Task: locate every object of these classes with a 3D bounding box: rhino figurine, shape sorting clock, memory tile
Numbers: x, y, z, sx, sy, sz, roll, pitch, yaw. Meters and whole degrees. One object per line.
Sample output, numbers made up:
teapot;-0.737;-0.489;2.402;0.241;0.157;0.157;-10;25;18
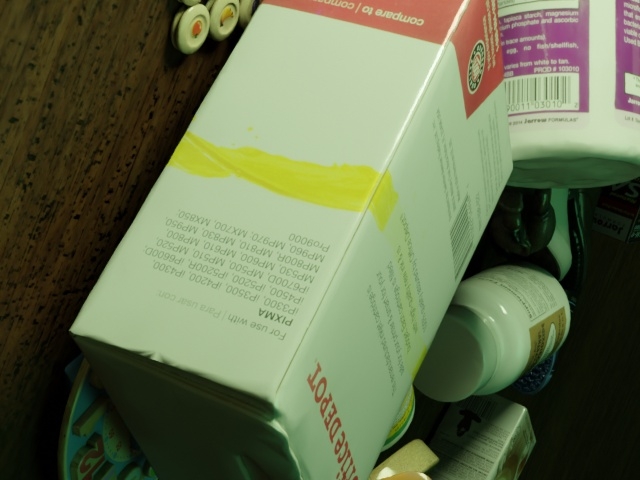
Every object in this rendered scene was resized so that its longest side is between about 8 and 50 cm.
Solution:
rhino figurine;0.197;-0.088;1.463;0.106;0.073;0.243;80;4;-48
shape sorting clock;-0.136;0.120;1.097;0.206;0.040;0.206;-45;147;-39
memory tile;-0.058;-0.200;1.016;0.148;0.012;0.113;-35;140;-50

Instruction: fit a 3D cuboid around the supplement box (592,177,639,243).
supplement box;0.387;-0.130;1.820;0.073;0.130;0.239;-9;118;-61

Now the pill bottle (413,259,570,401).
pill bottle;0.190;0.107;1.626;0.229;0.131;0.131;-20;128;-58

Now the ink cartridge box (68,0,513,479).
ink cartridge box;0.000;0.000;1.061;0.279;0.160;0.385;74;37;-57

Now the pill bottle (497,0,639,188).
pill bottle;0.222;-0.209;1.305;0.169;0.169;0.302;22;68;-65

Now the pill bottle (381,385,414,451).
pill bottle;0.020;0.107;1.305;0.118;0.117;0.208;-55;152;-24

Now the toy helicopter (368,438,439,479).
toy helicopter;-0.021;0.308;1.346;0.355;0.140;0.235;-35;169;-24

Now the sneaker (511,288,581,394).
sneaker;0.312;0.100;1.922;0.090;0.081;0.232;-26;132;-45

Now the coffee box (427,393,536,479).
coffee box;0.178;0.325;1.825;0.247;0.098;0.141;-59;155;-16

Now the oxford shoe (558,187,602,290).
oxford shoe;0.320;-0.037;1.769;0.096;0.082;0.227;-34;133;-32

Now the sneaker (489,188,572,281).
sneaker;0.263;-0.054;1.664;0.123;0.106;0.290;-56;152;-18
